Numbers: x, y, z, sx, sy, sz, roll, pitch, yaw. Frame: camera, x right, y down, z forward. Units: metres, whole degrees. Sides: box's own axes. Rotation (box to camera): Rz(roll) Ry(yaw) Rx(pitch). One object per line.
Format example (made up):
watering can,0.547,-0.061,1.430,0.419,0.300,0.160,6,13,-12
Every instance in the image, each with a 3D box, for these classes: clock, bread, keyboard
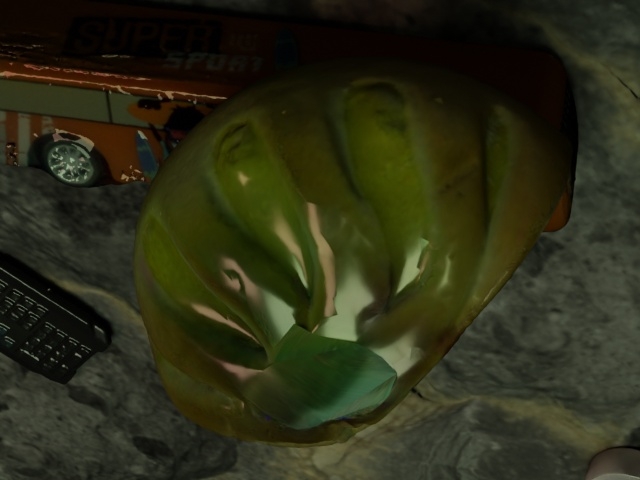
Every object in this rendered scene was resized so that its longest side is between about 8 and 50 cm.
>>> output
clock,0.262,0.197,0.994,0.129,0.041,0.087,5,131,20
bread,-0.013,0.002,0.684,0.156,0.158,0.260,36,125,-9
keyboard,-0.284,0.024,1.015,0.262,0.016,0.106,35,133,-17

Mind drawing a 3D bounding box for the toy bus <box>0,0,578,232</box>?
toy bus,-0.053,-0.076,0.789,0.409,0.093,0.092,7,133,9
